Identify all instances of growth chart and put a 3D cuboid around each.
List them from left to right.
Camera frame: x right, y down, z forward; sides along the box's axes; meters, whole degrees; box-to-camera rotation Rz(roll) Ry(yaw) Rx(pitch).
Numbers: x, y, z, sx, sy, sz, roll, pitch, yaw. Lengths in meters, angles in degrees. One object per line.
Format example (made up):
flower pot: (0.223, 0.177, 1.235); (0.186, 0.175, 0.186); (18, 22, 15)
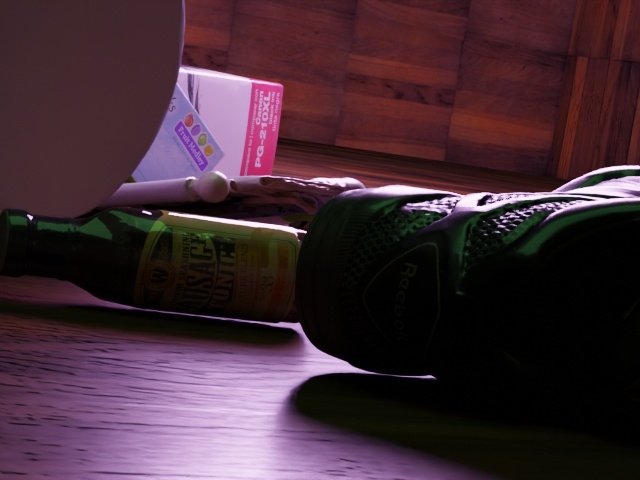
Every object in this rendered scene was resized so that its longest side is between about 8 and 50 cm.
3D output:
growth chart: (-0.062, -0.021, 0.992); (0.172, 0.021, 0.237); (-5, -4, 33)

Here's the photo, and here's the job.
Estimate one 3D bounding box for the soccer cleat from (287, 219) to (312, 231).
soccer cleat: (0.000, 0.000, 0.999); (0.035, 0.029, 0.083); (18, 13, 34)

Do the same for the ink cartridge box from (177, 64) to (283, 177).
ink cartridge box: (-0.163, -0.093, 1.349); (0.172, 0.100, 0.237); (11, 5, 27)

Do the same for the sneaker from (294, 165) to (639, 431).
sneaker: (0.114, 0.021, 0.650); (0.227, 0.087, 0.130); (1, 11, -43)

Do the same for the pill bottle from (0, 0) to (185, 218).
pill bottle: (-0.258, -0.120, 0.873); (0.361, 0.204, 0.204); (12, 6, 32)

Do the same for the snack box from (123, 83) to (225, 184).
snack box: (-0.183, -0.107, 1.105); (0.207, 0.070, 0.174); (19, -29, 41)

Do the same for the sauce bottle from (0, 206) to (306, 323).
sauce bottle: (-0.064, 0.009, 0.701); (0.128, 0.042, 0.042); (5, 6, -20)
